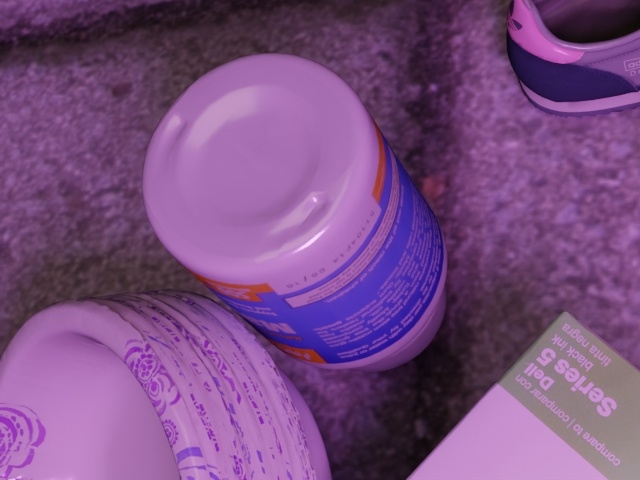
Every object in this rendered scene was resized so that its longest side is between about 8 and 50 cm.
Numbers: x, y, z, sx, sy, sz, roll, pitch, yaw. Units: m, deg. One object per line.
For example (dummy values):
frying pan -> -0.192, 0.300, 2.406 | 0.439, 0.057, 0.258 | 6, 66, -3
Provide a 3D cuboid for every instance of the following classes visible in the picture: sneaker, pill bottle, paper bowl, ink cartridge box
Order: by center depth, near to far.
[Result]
ink cartridge box -> 0.116, 0.203, 0.870 | 0.273, 0.198, 0.115 | -46, 61, -3
paper bowl -> -0.102, 0.175, 0.951 | 0.284, 0.148, 0.284 | 7, 99, 48
pill bottle -> 0.000, 0.000, 0.956 | 0.152, 0.272, 0.152 | -7, 65, 17
sneaker -> 0.287, -0.180, 1.007 | 0.319, 0.131, 0.112 | -19, 63, 12
